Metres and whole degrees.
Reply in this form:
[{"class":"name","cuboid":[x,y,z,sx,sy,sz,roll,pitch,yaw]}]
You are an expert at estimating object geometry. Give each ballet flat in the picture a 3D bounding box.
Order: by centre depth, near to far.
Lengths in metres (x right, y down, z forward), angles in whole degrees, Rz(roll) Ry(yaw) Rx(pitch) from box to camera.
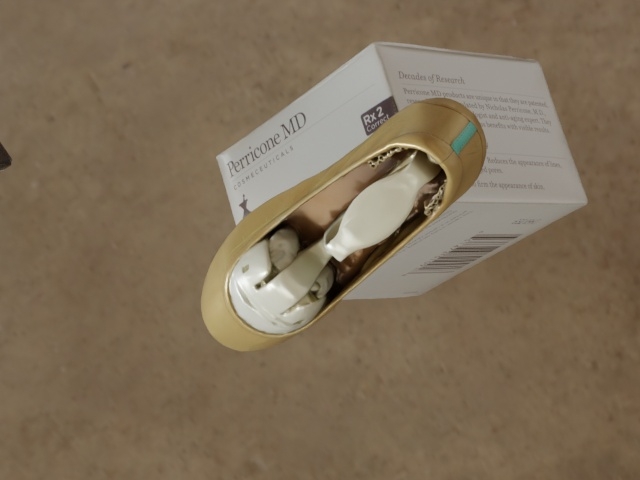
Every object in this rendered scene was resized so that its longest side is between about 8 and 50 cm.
[{"class":"ballet flat","cuboid":[0.000,0.000,0.917,0.232,0.080,0.073,-43,8,27]}]

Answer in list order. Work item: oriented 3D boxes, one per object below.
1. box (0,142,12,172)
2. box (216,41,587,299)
[{"class":"box","cuboid":[-0.342,-0.110,1.026,0.060,0.270,0.216,-34,88,18]},{"class":"box","cuboid":[0.057,-0.044,1.104,0.181,0.182,0.119,-32,68,41]}]
